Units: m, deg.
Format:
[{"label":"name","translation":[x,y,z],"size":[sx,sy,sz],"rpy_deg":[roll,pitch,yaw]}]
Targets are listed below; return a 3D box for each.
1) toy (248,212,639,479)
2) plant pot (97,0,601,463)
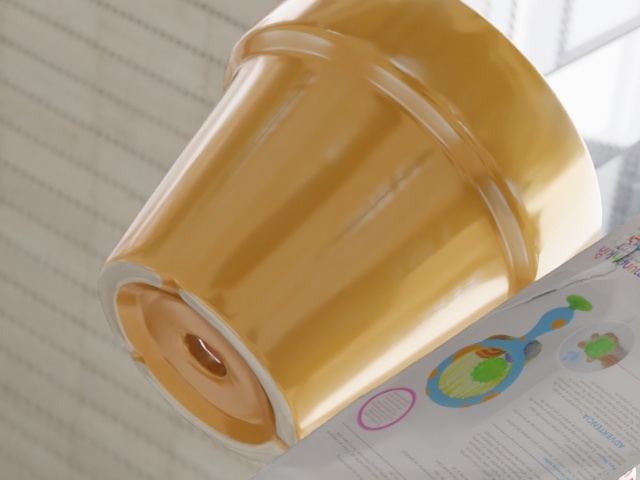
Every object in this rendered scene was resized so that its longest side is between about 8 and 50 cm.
[{"label":"toy","translation":[0.098,0.079,0.810],"size":[0.056,0.237,0.137],"rpy_deg":[59,-11,-30]},{"label":"plant pot","translation":[0.000,0.000,0.949],"size":[0.205,0.188,0.205],"rpy_deg":[35,-29,23]}]
